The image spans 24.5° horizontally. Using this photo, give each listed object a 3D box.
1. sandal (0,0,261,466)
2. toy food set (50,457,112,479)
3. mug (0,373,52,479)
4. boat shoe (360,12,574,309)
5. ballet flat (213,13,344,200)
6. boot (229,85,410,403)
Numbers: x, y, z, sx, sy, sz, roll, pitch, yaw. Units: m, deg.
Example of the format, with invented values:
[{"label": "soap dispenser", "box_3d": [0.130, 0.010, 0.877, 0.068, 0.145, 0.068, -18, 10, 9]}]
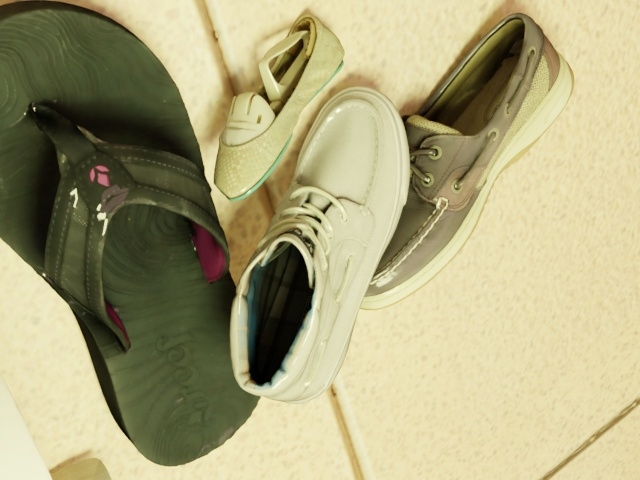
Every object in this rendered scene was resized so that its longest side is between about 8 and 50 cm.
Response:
[{"label": "sandal", "box_3d": [-0.125, 0.012, 1.071, 0.167, 0.107, 0.445, -39, 135, -16]}, {"label": "toy food set", "box_3d": [-0.167, 0.355, 1.150, 0.092, 0.220, 0.306, -6, 119, -23]}, {"label": "mug", "box_3d": [-0.346, 0.177, 0.897, 0.328, 0.276, 0.374, -24, 98, -20]}, {"label": "boat shoe", "box_3d": [0.100, -0.071, 1.226, 0.285, 0.103, 0.092, -49, 131, -12]}, {"label": "ballet flat", "box_3d": [-0.040, -0.103, 1.099, 0.052, 0.057, 0.168, 56, 52, -34]}, {"label": "boot", "box_3d": [0.000, 0.000, 1.124, 0.123, 0.095, 0.258, 24, 79, -76]}]
